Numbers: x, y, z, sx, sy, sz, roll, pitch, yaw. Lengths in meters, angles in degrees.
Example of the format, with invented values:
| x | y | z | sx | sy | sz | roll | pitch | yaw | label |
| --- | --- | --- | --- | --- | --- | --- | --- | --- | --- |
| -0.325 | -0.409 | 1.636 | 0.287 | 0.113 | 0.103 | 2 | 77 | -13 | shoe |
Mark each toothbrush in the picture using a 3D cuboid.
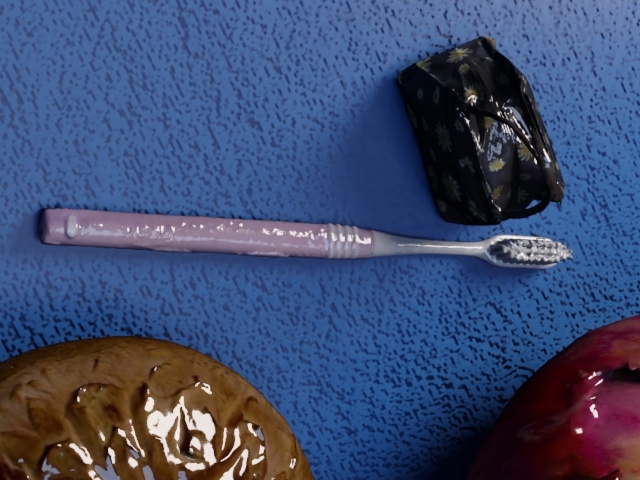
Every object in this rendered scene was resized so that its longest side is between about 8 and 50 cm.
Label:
| x | y | z | sx | sy | sz | roll | pitch | yaw | label |
| --- | --- | --- | --- | --- | --- | --- | --- | --- | --- |
| 0.000 | 0.000 | 1.026 | 0.354 | 0.029 | 0.024 | 3 | 85 | -21 | toothbrush |

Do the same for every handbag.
| x | y | z | sx | sy | sz | roll | pitch | yaw | label |
| --- | --- | --- | --- | --- | --- | --- | --- | --- | --- |
| 0.110 | -0.058 | 1.000 | 0.072 | 0.139 | 0.115 | -21 | 107 | -8 | handbag |

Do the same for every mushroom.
| x | y | z | sx | sy | sz | roll | pitch | yaw | label |
| --- | --- | --- | --- | --- | --- | --- | --- | --- | --- |
| -0.120 | 0.197 | 0.943 | 0.297 | 0.163 | 0.278 | 42 | 82 | -24 | mushroom |

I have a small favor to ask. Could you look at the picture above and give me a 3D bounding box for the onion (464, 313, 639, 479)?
| x | y | z | sx | sy | sz | roll | pitch | yaw | label |
| --- | --- | --- | --- | --- | --- | --- | --- | --- | --- |
| 0.237 | 0.217 | 1.032 | 0.358 | 0.345 | 0.358 | 4 | 83 | -31 | onion |
